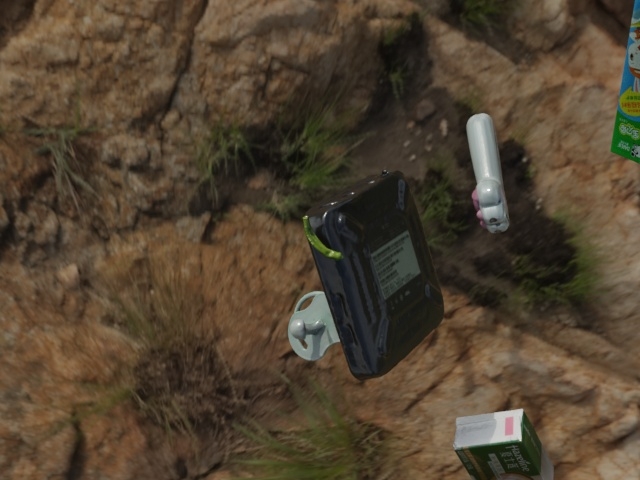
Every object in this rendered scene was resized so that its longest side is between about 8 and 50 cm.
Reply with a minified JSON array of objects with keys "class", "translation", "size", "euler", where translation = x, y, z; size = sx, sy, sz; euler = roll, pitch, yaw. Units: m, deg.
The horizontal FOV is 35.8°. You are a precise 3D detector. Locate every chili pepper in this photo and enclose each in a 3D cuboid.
[{"class":"chili pepper","translation":[0.000,0.000,1.435],"size":[0.083,0.017,0.030],"euler":[43,118,-3]}]

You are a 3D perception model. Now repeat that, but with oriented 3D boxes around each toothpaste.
[{"class":"toothpaste","translation":[0.495,-0.251,1.492],"size":[0.050,0.065,0.266],"euler":[-17,122,-31]}]

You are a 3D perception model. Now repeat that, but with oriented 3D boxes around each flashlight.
[{"class":"flashlight","translation":[0.245,-0.104,1.474],"size":[0.048,0.093,0.200],"euler":[-13,56,17]}]

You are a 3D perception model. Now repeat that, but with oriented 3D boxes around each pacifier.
[{"class":"pacifier","translation":[-0.018,0.159,1.894],"size":[0.150,0.117,0.126],"euler":[-35,69,29]}]

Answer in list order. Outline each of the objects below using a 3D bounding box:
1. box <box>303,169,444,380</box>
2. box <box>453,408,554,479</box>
[{"class":"box","translation":[0.095,0.047,1.580],"size":[0.290,0.073,0.288],"euler":[-30,105,-55]},{"class":"box","translation":[0.349,0.412,1.877],"size":[0.135,0.199,0.081],"euler":[-13,41,26]}]
